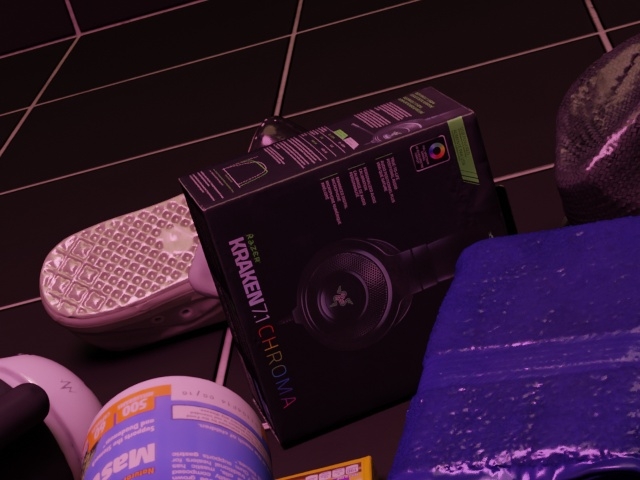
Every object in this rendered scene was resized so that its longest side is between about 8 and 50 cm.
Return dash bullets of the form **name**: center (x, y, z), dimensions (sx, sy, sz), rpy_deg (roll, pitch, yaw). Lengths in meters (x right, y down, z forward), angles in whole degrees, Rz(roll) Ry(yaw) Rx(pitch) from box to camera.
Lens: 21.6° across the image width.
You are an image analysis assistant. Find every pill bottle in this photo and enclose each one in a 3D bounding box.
- **pill bottle**: center (-0.104, 0.234, 1.233), dimensions (0.152, 0.152, 0.272), rpy_deg (-16, 30, 3)

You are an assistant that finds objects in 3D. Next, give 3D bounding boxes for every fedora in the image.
- **fedora**: center (0.313, -0.093, 1.566), dimensions (0.334, 0.152, 0.334), rpy_deg (-34, 23, 17)

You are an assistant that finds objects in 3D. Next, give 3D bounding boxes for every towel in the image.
- **towel**: center (0.191, 0.109, 1.371), dimensions (0.227, 0.076, 0.308), rpy_deg (-8, 37, 26)

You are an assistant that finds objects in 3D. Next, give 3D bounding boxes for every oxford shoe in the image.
- **oxford shoe**: center (-0.083, 0.014, 1.844), dimensions (0.449, 0.130, 0.169), rpy_deg (-16, 61, 2)

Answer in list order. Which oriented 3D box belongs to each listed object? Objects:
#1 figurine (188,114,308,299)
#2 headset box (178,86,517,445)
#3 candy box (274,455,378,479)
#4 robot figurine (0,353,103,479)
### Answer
- **figurine**: center (0.000, 0.000, 1.724), dimensions (0.209, 0.092, 0.215), rpy_deg (21, 69, 14)
- **headset box**: center (0.045, 0.017, 1.566), dimensions (0.283, 0.246, 0.131), rpy_deg (-20, 20, -9)
- **candy box**: center (-0.052, 0.237, 1.388), dimensions (0.206, 0.027, 0.105), rpy_deg (-15, 24, 6)
- **robot figurine**: center (-0.309, 0.212, 1.450), dimensions (0.278, 0.174, 0.209), rpy_deg (-33, 25, -35)
